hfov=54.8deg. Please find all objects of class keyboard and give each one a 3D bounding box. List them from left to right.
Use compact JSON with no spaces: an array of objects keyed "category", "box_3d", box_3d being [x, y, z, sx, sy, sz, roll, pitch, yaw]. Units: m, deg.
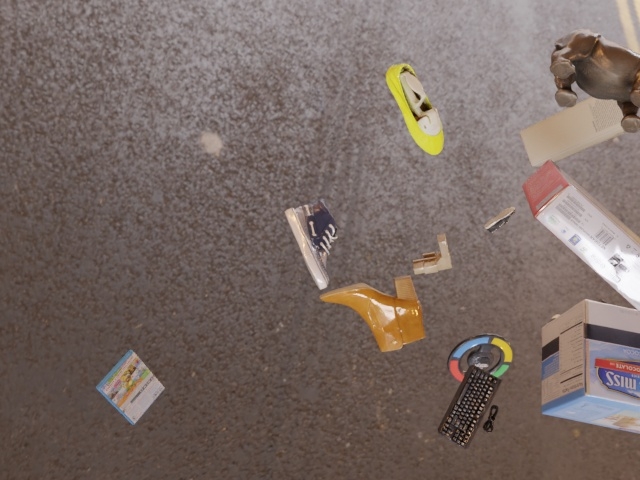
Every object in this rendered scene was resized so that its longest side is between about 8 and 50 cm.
[{"category":"keyboard","box_3d":[0.353,0.386,1.409,0.108,0.180,0.023,27,3,16]}]

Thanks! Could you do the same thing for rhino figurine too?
[{"category":"rhino figurine","box_3d":[0.403,-0.198,0.793,0.244,0.073,0.106,22,54,-3]}]

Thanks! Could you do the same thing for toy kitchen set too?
[{"category":"toy kitchen set","box_3d":[0.245,0.023,1.386,0.068,0.083,0.075,-79,155,-59]}]

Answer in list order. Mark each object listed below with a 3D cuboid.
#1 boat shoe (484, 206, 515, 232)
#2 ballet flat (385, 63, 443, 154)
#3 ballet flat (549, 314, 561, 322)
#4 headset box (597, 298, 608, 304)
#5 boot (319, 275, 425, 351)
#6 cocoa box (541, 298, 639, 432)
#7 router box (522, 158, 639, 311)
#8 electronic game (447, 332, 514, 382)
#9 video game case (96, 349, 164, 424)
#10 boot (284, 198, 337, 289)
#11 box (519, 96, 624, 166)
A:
[{"category":"boat shoe","box_3d":[0.639,-0.071,2.176,0.038,0.125,0.046,43,28,-13]},{"category":"ballet flat","box_3d":[0.226,-0.302,1.415,0.077,0.077,0.230,-34,98,-23]},{"category":"ballet flat","box_3d":[0.652,0.270,1.680,0.058,0.049,0.173,22,48,0]},{"category":"headset box","box_3d":[0.885,0.354,1.922,0.283,0.246,0.131,46,13,27]},{"category":"boot","box_3d":[0.156,0.230,1.842,0.295,0.104,0.211,-10,91,6]},{"category":"cocoa box","box_3d":[0.722,0.308,1.431,0.348,0.231,0.227,12,64,-1]},{"category":"router box","box_3d":[0.544,0.004,1.169,0.335,0.082,0.301,42,21,0]},{"category":"electronic game","box_3d":[0.545,0.406,2.105,0.229,0.229,0.048,22,28,-20]},{"category":"video game case","box_3d":[-0.470,0.367,1.541,0.119,0.015,0.166,-51,136,-29]},{"category":"boot","box_3d":[0.000,0.000,1.194,0.086,0.069,0.189,-22,60,-4]},{"category":"box","box_3d":[0.693,-0.300,1.667,0.094,0.275,0.113,-5,76,-47]}]
